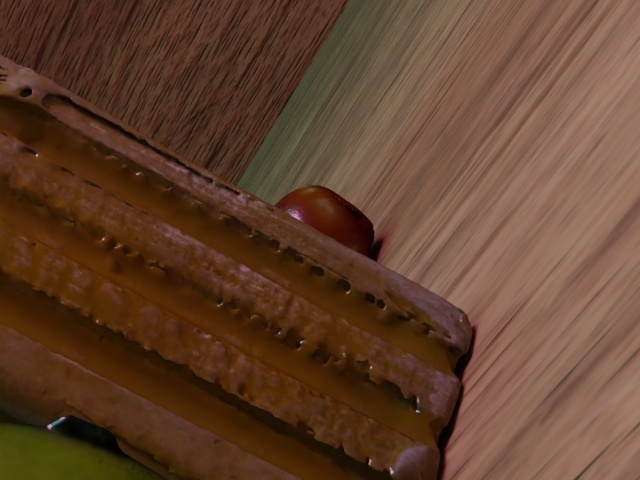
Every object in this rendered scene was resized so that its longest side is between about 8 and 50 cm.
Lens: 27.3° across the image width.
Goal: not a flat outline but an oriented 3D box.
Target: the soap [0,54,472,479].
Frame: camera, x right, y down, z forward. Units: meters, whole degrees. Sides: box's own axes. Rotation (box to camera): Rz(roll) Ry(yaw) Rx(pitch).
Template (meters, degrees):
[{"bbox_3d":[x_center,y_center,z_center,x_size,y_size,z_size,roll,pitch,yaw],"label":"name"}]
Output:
[{"bbox_3d":[-0.078,0.046,0.584,0.089,0.274,0.173,-52,12,45],"label":"soap"}]

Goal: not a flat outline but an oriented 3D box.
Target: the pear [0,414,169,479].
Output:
[{"bbox_3d":[-0.094,0.239,0.400,0.286,0.176,0.282,122,171,-54],"label":"pear"}]

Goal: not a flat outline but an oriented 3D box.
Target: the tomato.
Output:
[{"bbox_3d":[0.000,0.000,0.974,0.075,0.087,0.087,-36,2,-14],"label":"tomato"}]
